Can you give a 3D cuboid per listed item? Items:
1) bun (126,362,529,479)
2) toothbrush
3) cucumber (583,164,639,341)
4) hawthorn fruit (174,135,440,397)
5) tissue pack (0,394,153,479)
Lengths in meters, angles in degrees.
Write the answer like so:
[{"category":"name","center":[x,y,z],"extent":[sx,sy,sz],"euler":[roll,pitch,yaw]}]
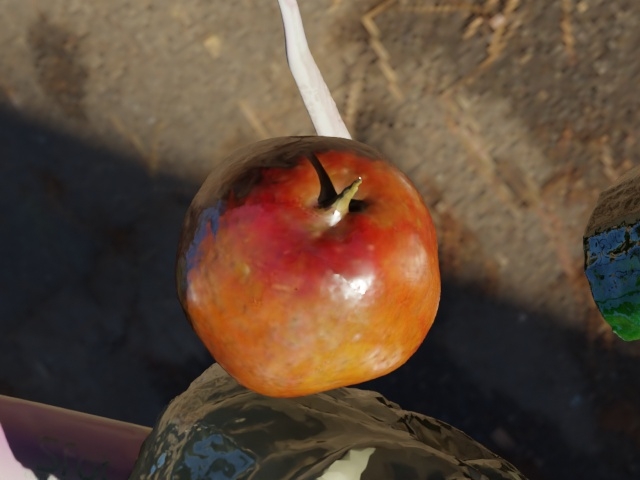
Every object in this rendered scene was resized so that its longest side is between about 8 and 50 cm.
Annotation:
[{"category":"bun","center":[0.036,0.214,1.248],"extent":[0.359,0.359,0.211],"euler":[39,106,15]},{"category":"toothbrush","center":[-0.007,-0.086,1.125],"extent":[0.029,0.025,0.307],"euler":[-8,129,20]},{"category":"cucumber","center":[0.327,0.001,1.694],"extent":[0.191,0.191,0.130],"euler":[55,143,-5]},{"category":"hawthorn fruit","center":[-0.002,0.002,0.886],"extent":[0.125,0.125,0.140],"euler":[32,122,23]},{"category":"tissue pack","center":[-0.233,0.181,1.434],"extent":[0.215,0.256,0.123],"euler":[-15,65,53]}]
